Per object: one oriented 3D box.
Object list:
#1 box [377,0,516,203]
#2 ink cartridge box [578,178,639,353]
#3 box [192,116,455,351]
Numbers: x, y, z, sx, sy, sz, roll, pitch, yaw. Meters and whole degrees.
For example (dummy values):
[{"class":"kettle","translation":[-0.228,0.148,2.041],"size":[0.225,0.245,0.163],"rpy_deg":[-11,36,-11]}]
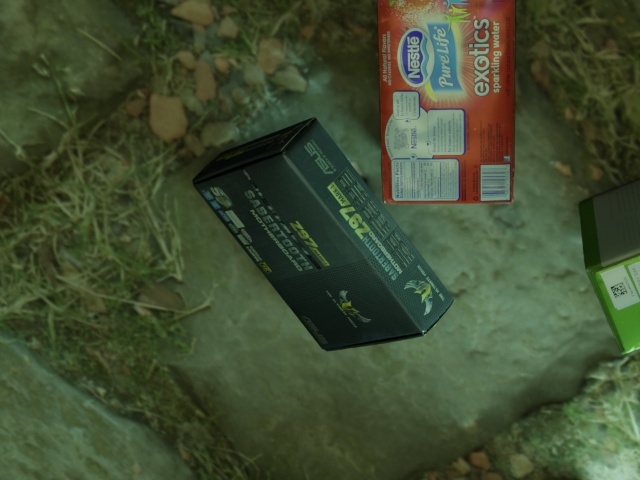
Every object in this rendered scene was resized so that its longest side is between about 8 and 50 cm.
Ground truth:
[{"class":"box","translation":[0.120,-0.171,1.642],"size":[0.128,0.122,0.257],"rpy_deg":[-1,112,5]},{"class":"ink cartridge box","translation":[0.381,-0.011,1.643],"size":[0.255,0.189,0.097],"rpy_deg":[-21,107,14]},{"class":"box","translation":[0.000,0.000,1.705],"size":[0.233,0.059,0.183],"rpy_deg":[52,149,-15]}]
